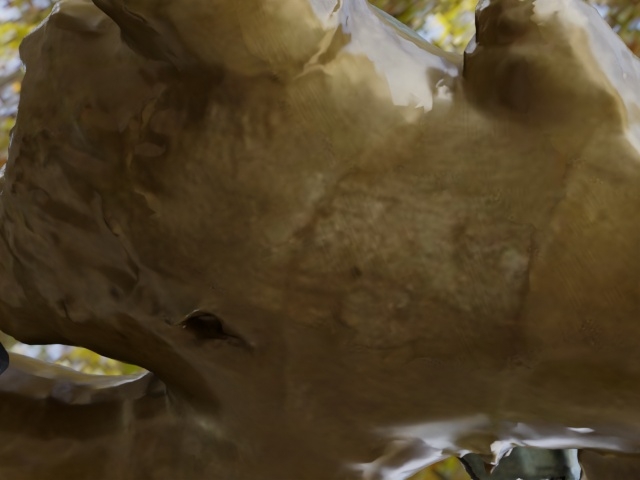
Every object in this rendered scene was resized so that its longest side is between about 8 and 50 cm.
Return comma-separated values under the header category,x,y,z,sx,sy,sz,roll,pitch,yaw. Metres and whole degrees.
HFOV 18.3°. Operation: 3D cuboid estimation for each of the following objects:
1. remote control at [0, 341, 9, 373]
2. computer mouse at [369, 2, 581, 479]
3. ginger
category,x,y,z,sx,sy,sz,roll,pitch,yaw
remote control,-0.118,-0.009,0.379,0.025,0.245,0.063,-37,-106,0
computer mouse,0.042,-0.002,0.643,0.071,0.126,0.231,-38,-99,9
ginger,-0.008,0.018,0.547,0.348,0.122,0.363,26,-67,-3
